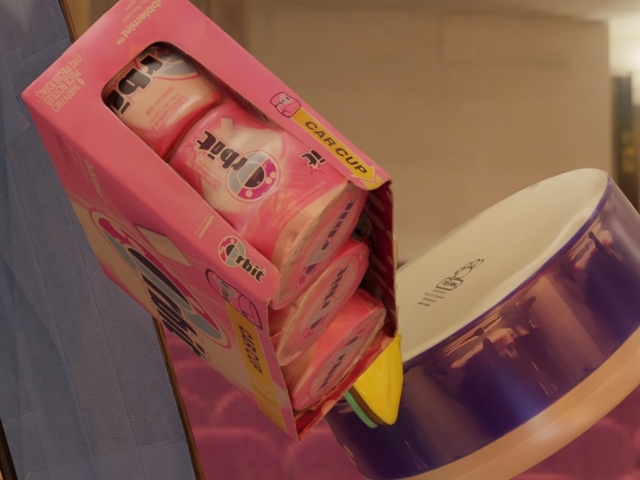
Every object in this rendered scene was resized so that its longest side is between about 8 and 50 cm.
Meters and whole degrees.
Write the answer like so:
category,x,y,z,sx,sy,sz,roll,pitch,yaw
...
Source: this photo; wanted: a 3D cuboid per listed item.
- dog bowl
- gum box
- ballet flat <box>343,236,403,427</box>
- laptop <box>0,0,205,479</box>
category,x,y,z,sx,sy,sz,roll,pitch,yaw
dog bowl,0.120,0.066,1.259,0.265,0.104,0.265,-35,11,7
gum box,-0.032,-0.006,0.637,0.107,0.062,0.188,40,-13,15
ballet flat,0.000,0.000,1.078,0.077,0.231,0.077,-36,-21,8
laptop,-0.306,0.058,1.167,0.407,0.382,0.236,-16,-3,-2
